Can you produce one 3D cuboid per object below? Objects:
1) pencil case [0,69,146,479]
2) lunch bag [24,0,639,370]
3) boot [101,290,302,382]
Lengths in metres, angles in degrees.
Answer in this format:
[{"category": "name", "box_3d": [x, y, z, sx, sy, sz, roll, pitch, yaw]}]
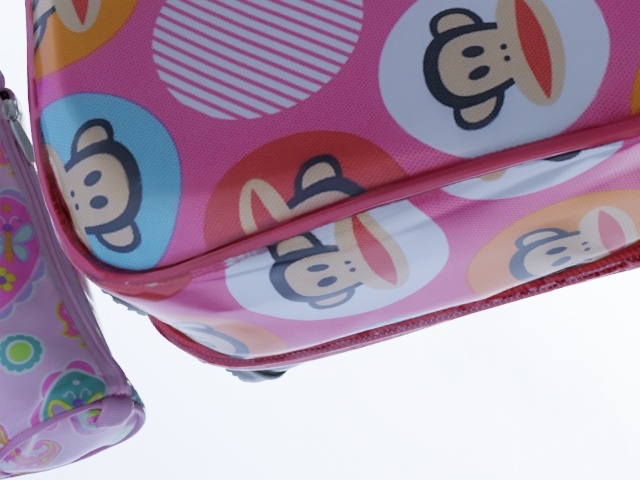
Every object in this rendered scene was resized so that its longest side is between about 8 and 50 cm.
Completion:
[{"category": "pencil case", "box_3d": [-0.219, 0.020, 1.061, 0.124, 0.124, 0.284, 12, -131, -57]}, {"category": "lunch bag", "box_3d": [0.028, -0.121, 0.520, 0.120, 0.258, 0.293, 49, -153, -59]}, {"category": "boot", "box_3d": [0.000, -0.002, 0.799, 0.190, 0.208, 0.076, 35, -129, -36]}]
